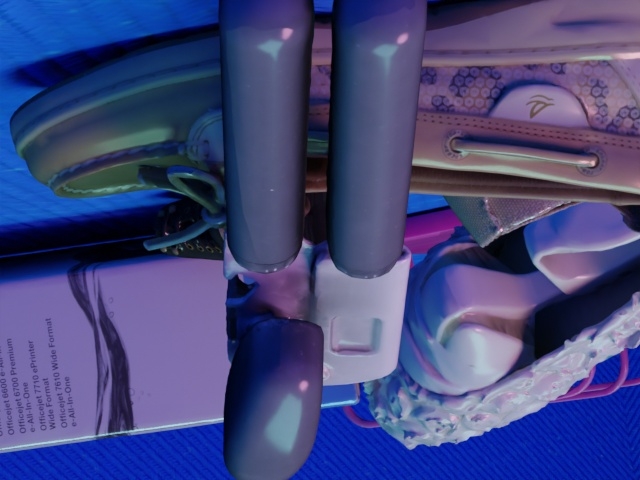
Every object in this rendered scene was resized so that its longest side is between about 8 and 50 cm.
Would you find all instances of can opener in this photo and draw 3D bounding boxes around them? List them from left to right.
[{"bbox_3d":[0.000,0.000,0.671,0.074,0.093,0.280,1,145,-1],"label":"can opener"}]

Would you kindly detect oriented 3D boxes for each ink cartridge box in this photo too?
[{"bbox_3d":[-0.128,0.066,1.374,0.308,0.129,0.223,-8,-174,2],"label":"ink cartridge box"}]

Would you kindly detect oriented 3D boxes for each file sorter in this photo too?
[{"bbox_3d":[0.163,0.068,1.695,0.202,0.182,0.291,-12,173,38],"label":"file sorter"}]

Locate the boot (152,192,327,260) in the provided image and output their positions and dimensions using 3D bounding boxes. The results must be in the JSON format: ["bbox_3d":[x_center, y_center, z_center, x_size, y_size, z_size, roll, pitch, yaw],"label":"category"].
[{"bbox_3d":[-0.065,-0.006,1.170,0.137,0.076,0.198,-4,176,21],"label":"boot"}]

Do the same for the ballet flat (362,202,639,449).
[{"bbox_3d":[0.150,0.015,1.177,0.409,0.147,0.147,-33,161,34],"label":"ballet flat"}]

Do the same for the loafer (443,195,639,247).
[{"bbox_3d":[0.177,-0.049,0.897,0.269,0.092,0.102,-7,175,-4],"label":"loafer"}]

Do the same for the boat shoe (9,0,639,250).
[{"bbox_3d":[0.013,-0.042,0.747,0.285,0.089,0.104,-8,175,8],"label":"boat shoe"}]
